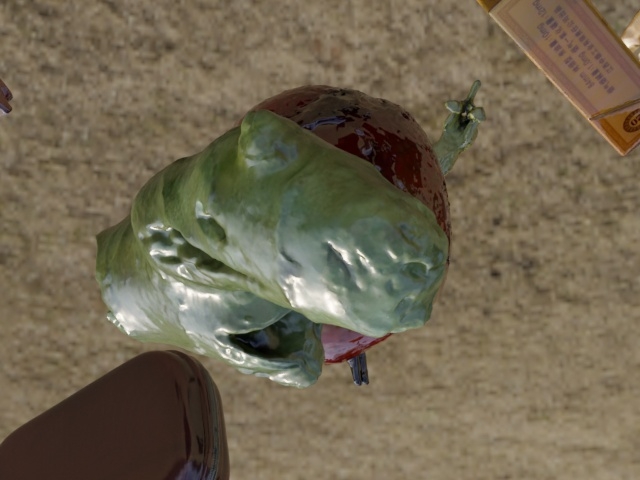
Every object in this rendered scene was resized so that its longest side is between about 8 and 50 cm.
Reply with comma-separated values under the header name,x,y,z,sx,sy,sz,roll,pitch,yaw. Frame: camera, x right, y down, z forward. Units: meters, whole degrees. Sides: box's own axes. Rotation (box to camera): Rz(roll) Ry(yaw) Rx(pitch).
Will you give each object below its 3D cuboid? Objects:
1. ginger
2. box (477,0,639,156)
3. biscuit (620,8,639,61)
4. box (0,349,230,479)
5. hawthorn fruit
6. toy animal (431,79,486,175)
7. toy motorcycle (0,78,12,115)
name,x,y,z,sx,sy,sz,roll,pitch,yaw
ginger,-0.032,0.012,0.693,0.089,0.137,0.290,-26,174,-29
box,0.212,-0.211,1.269,0.076,0.174,0.274,-41,137,14
biscuit,0.489,-0.337,1.792,0.309,0.040,0.204,-51,167,15
box,-0.282,0.308,1.760,0.404,0.263,0.108,-30,142,28
hawthorn fruit,-0.006,-0.015,1.419,0.316,0.315,0.316,0,147,0
toy animal,0.177,-0.138,1.926,0.073,0.181,0.136,35,176,7
toy motorcycle,-0.242,-0.140,0.732,0.212,0.118,0.084,56,160,-15
